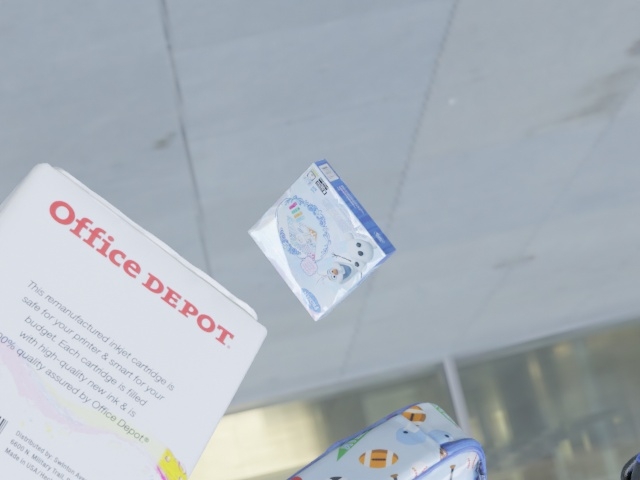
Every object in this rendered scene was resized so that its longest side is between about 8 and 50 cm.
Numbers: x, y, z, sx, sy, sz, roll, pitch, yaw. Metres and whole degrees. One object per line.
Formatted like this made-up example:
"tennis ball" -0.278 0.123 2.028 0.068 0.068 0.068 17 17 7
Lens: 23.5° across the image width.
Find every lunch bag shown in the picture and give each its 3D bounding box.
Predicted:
"lunch bag" 0.059 0.330 1.696 0.303 0.115 0.243 -25 131 -24

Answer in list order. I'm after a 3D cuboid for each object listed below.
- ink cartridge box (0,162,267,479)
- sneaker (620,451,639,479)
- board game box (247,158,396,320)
"ink cartridge box" -0.191 0.119 1.027 0.201 0.278 0.117 38 143 -13
"sneaker" 0.467 0.307 1.813 0.182 0.127 0.315 8 177 -32
"board game box" 0.000 0.000 1.170 0.090 0.090 0.020 -44 168 34
